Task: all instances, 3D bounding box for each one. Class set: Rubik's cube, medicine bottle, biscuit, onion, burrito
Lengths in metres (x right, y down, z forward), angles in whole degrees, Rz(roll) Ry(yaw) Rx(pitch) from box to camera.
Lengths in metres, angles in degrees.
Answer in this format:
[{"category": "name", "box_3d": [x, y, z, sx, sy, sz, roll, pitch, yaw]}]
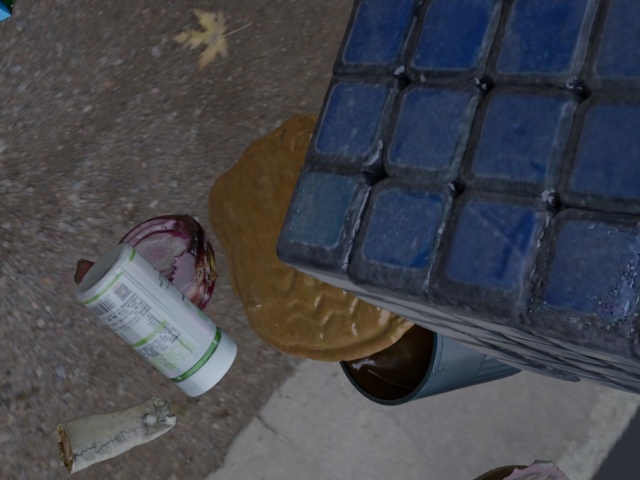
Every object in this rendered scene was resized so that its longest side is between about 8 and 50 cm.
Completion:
[{"category": "Rubik's cube", "box_3d": [0.161, -0.049, 0.474, 0.238, 0.237, 0.237, 23, 82, -44]}, {"category": "medicine bottle", "box_3d": [-0.188, 0.092, 1.178, 0.086, 0.086, 0.183, -49, 112, -13]}, {"category": "biscuit", "box_3d": [-0.001, 0.000, 1.502, 0.062, 0.385, 0.365, -15, 82, -52]}, {"category": "onion", "box_3d": [-0.234, 0.055, 1.400, 0.198, 0.173, 0.135, -9, 129, 20]}, {"category": "burrito", "box_3d": [-0.311, 0.287, 1.534, 0.226, 0.087, 0.060, -11, 132, -53]}]

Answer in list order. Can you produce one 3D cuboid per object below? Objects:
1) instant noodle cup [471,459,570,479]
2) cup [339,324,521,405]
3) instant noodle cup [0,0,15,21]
[{"category": "instant noodle cup", "box_3d": [0.265, 0.441, 1.584, 0.274, 0.091, 0.274, -17, 122, -29]}, {"category": "cup", "box_3d": [0.185, 0.135, 1.726, 0.292, 0.308, 0.242, -3, 90, -39]}, {"category": "instant noodle cup", "box_3d": [-0.493, -0.354, 1.241, 0.240, 0.240, 0.178, -39, 141, -15]}]
